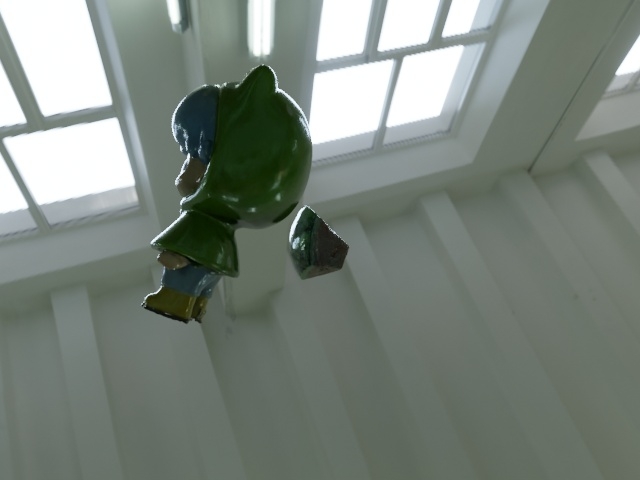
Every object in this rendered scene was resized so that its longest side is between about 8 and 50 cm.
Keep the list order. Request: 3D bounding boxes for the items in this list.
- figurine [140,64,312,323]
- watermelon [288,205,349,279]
[{"bbox_3d":[-0.097,-0.044,0.647,0.143,0.162,0.263,20,-95,15],"label":"figurine"},{"bbox_3d":[-0.004,-0.003,0.773,0.072,0.092,0.084,-15,-127,-26],"label":"watermelon"}]
